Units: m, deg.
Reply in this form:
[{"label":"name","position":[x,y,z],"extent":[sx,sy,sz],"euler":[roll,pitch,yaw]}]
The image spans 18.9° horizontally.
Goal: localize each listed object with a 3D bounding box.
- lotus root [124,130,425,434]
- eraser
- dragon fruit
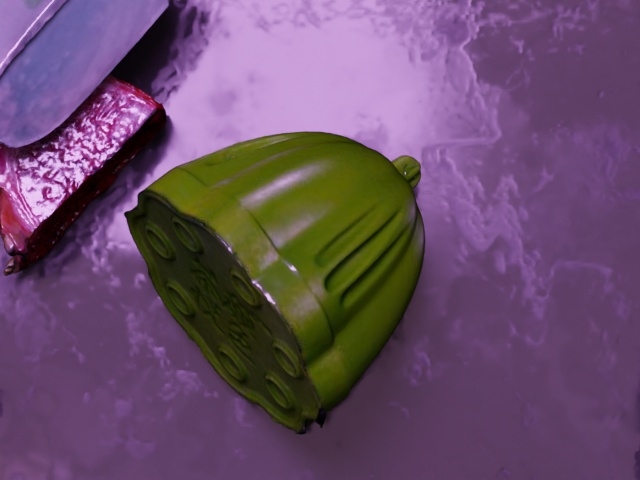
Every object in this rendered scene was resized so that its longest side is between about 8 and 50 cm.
[{"label":"lotus root","position":[0.000,0.000,1.183],"extent":[0.186,0.186,0.186],"euler":[0,85,1]},{"label":"eraser","position":[-0.211,-0.179,1.184],"extent":[0.227,0.081,0.174],"euler":[35,83,32]},{"label":"dragon fruit","position":[-0.176,-0.061,1.212],"extent":[0.096,0.102,0.147],"euler":[43,77,-3]}]
